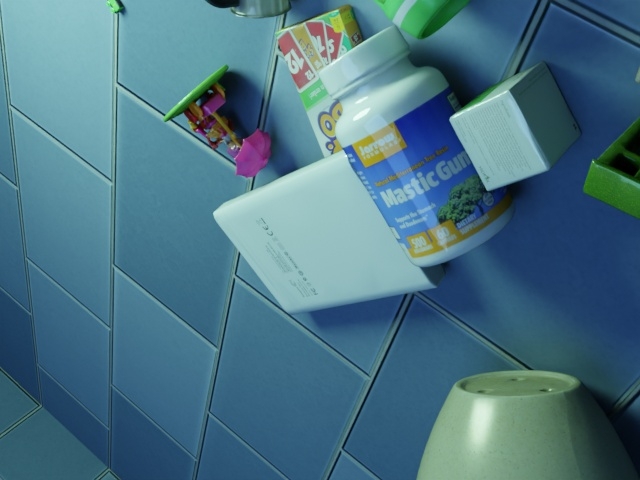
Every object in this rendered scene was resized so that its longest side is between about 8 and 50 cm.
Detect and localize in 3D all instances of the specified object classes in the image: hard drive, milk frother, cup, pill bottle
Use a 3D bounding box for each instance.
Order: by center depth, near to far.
[{"bbox_3d":[0.112,-0.117,0.910,0.152,0.152,0.272,-22,104,48],"label":"pill bottle"},{"bbox_3d":[-0.109,-0.381,0.977,0.143,0.129,0.135,-108,14,-53],"label":"milk frother"},{"bbox_3d":[0.275,0.307,0.992,0.331,0.331,0.237,-4,90,44],"label":"cup"},{"bbox_3d":[0.000,0.000,1.154,0.353,0.047,0.233,-17,114,50],"label":"hard drive"}]

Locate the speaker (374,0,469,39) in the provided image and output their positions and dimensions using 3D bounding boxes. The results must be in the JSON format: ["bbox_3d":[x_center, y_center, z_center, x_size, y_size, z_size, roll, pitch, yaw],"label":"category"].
[{"bbox_3d":[0.050,-0.366,0.806,0.296,0.131,0.131,49,140,3],"label":"speaker"}]

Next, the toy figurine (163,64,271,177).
[{"bbox_3d":[-0.150,-0.168,1.162,0.159,0.130,0.173,49,162,-12],"label":"toy figurine"}]

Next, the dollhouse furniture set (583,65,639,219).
[{"bbox_3d":[0.420,-0.085,0.628,0.301,0.151,0.197,31,143,25],"label":"dollhouse furniture set"}]

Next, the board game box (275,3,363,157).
[{"bbox_3d":[0.035,-0.184,1.026,0.124,0.039,0.259,-4,119,45],"label":"board game box"}]

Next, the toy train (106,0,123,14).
[{"bbox_3d":[-0.357,-0.416,1.224,0.023,0.017,0.083,-25,100,39],"label":"toy train"}]

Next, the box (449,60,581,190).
[{"bbox_3d":[0.222,-0.129,0.839,0.087,0.101,0.102,-19,105,47],"label":"box"}]
